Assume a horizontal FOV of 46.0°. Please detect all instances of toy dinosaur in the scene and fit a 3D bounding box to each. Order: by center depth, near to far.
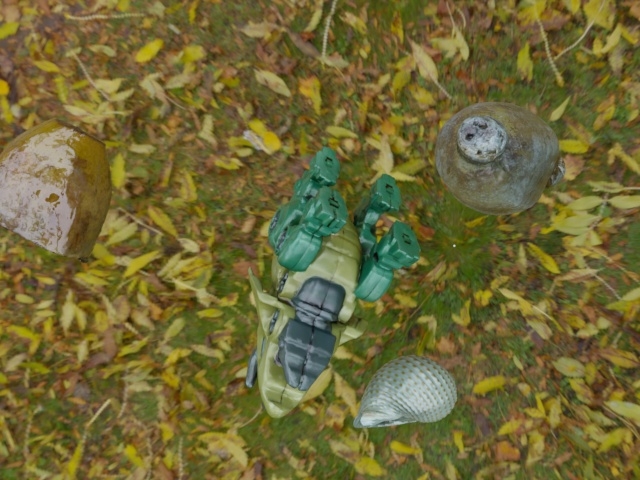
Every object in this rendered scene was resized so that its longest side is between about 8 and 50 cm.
[{"bbox_3d":[0.000,0.000,0.568,0.094,0.259,0.153,25,126,-17],"label":"toy dinosaur"}]

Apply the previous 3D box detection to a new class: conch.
[{"bbox_3d":[0.067,0.124,0.611,0.085,0.076,0.056,-2,63,-8],"label":"conch"}]

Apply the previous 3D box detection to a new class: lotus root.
[{"bbox_3d":[-0.396,-0.093,1.137,0.188,0.199,0.179,27,96,-19],"label":"lotus root"},{"bbox_3d":[0.264,-0.127,1.148,0.175,0.350,0.174,-1,88,31],"label":"lotus root"}]
